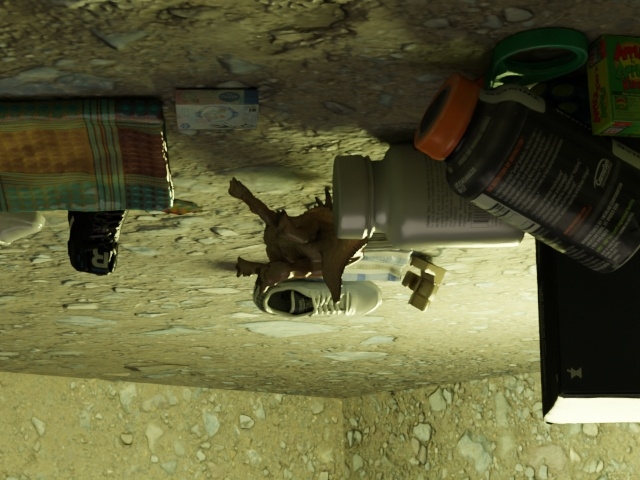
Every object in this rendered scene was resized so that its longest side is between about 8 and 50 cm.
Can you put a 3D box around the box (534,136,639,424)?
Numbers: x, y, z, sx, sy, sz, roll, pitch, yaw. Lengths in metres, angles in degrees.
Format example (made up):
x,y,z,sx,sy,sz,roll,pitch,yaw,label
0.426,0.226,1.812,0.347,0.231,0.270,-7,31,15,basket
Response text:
x,y,z,sx,sy,sz,roll,pitch,yaw,label
0.356,0.037,1.654,0.178,0.343,0.312,-2,168,6,box

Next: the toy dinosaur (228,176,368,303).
x,y,z,sx,sy,sz,roll,pitch,yaw,label
0.000,0.000,1.805,0.200,0.127,0.295,2,-168,-28,toy dinosaur

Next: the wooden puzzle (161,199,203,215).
x,y,z,sx,sy,sz,roll,pitch,yaw,label
-0.203,-0.047,1.959,0.049,0.006,0.083,-14,163,41,wooden puzzle

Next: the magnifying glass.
x,y,z,sx,sy,sz,roll,pitch,yaw,label
0.193,-0.170,1.436,0.092,0.026,0.231,4,167,-24,magnifying glass

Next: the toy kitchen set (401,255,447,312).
x,y,z,sx,sy,sz,roll,pitch,yaw,label
0.159,0.069,2.384,0.068,0.083,0.075,28,-175,32,toy kitchen set

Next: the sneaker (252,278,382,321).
x,y,z,sx,sy,sz,roll,pitch,yaw,label
-0.002,0.109,2.442,0.235,0.090,0.095,-1,-174,-10,sneaker

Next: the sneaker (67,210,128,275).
x,y,z,sx,sy,sz,roll,pitch,yaw,label
-0.280,-0.018,1.813,0.079,0.121,0.217,2,167,-22,sneaker

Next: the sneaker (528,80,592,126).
x,y,z,sx,sy,sz,roll,pitch,yaw,label
0.298,-0.140,1.486,0.188,0.067,0.078,-10,159,21,sneaker

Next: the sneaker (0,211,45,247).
x,y,z,sx,sy,sz,roll,pitch,yaw,label
-0.485,0.005,1.944,0.212,0.094,0.080,-6,165,17,sneaker

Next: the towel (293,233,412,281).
x,y,z,sx,sy,sz,roll,pitch,yaw,label
0.048,0.033,2.295,0.209,0.034,0.285,-1,167,-2,towel

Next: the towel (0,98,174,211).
x,y,z,sx,sy,sz,roll,pitch,yaw,label
-0.360,-0.090,1.596,0.370,0.040,0.271,-1,159,-3,towel

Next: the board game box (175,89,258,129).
x,y,z,sx,sy,sz,roll,pitch,yaw,label
-0.114,-0.143,1.514,0.090,0.020,0.090,-1,168,-5,board game box

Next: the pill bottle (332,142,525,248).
x,y,z,sx,sy,sz,roll,pitch,yaw,label
0.132,-0.055,1.691,0.229,0.131,0.131,-1,167,-4,pill bottle

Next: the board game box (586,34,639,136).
x,y,z,sx,sy,sz,roll,pitch,yaw,label
0.361,-0.151,1.389,0.181,0.092,0.043,2,166,-15,board game box

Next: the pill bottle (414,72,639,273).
x,y,z,sx,sy,sz,roll,pitch,yaw,label
0.220,-0.076,1.412,0.245,0.130,0.130,28,160,-10,pill bottle
